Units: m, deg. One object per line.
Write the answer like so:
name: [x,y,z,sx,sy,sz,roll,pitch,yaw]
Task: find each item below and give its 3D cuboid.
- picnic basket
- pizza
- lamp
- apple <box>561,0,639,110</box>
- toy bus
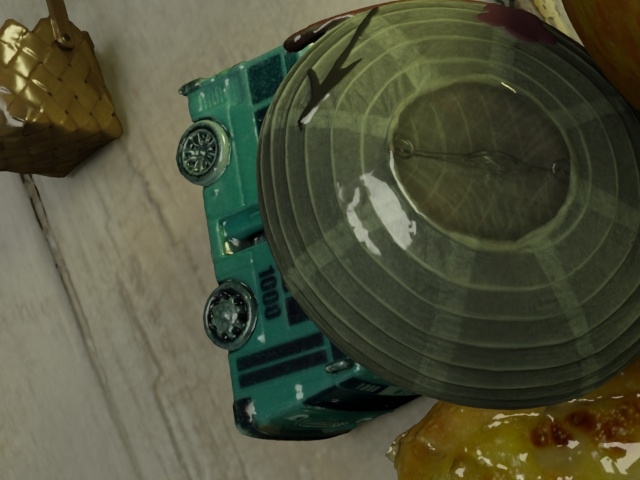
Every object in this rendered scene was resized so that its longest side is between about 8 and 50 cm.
picnic basket: [-0.253,-0.148,1.312,0.128,0.138,0.178,-24,73,32]
pizza: [0.181,0.195,0.966,0.280,0.075,0.288,-34,65,33]
lamp: [0.081,-0.022,0.930,0.265,0.233,0.233,22,102,2]
apple: [0.248,-0.160,0.828,0.264,0.264,0.264,-4,83,39]
toy bus: [0.000,0.000,1.100,0.147,0.128,0.256,-22,71,35]
